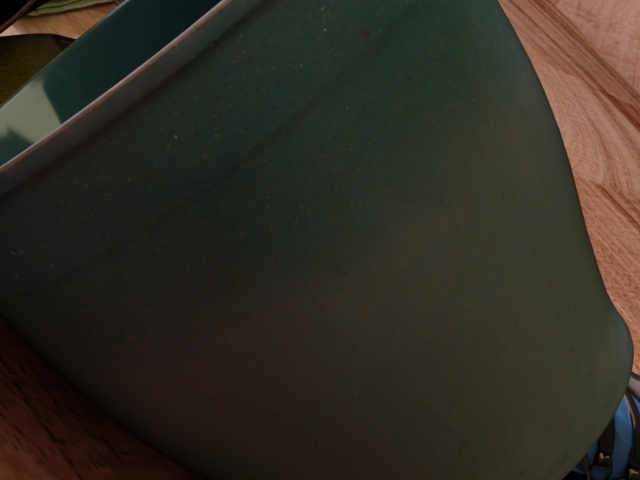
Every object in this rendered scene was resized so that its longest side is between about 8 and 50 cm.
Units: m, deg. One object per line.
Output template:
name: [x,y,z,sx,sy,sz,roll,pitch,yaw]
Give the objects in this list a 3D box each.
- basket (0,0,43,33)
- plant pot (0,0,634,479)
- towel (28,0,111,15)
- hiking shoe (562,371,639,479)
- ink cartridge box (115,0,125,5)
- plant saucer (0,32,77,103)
basket: [-0.193,-0.181,0.800,0.154,0.204,0.227,56,8,-10]
plant pot: [0.000,0.000,0.673,0.255,0.272,0.271,52,16,-15]
towel: [-0.273,-0.286,1.069,0.325,0.038,0.248,42,18,0]
hiking shoe: [0.175,0.139,0.969,0.304,0.113,0.132,48,49,-1]
ink cartridge box: [-0.059,-0.113,0.904,0.171,0.056,0.235,46,-21,5]
plant saucer: [-0.098,-0.056,0.897,0.188,0.045,0.188,49,20,21]
